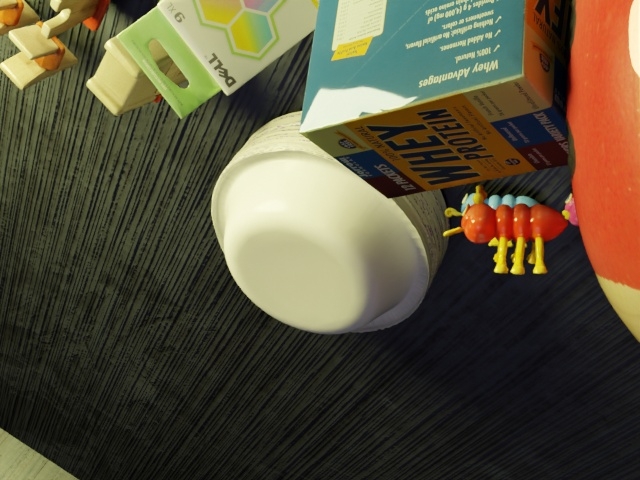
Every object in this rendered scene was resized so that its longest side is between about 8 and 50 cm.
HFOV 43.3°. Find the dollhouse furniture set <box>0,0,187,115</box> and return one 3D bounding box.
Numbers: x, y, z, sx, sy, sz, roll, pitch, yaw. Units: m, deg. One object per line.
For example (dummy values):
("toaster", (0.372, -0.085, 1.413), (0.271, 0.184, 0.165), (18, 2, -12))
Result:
("dollhouse furniture set", (-0.257, -0.275, 0.906), (0.259, 0.135, 0.262), (47, 137, 1))

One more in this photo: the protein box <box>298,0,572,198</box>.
("protein box", (0.110, -0.165, 0.675), (0.200, 0.201, 0.136), (-9, 154, 37))

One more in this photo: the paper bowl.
("paper bowl", (0.000, 0.000, 0.966), (0.285, 0.148, 0.284), (16, 136, 16))

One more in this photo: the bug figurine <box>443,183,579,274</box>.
("bug figurine", (0.230, -0.020, 0.787), (0.217, 0.279, 0.072), (2, 96, 9))

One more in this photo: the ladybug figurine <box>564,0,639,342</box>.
("ladybug figurine", (0.284, -0.107, 0.569), (0.162, 0.305, 0.448), (6, 99, 48))

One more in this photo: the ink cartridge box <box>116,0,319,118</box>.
("ink cartridge box", (-0.088, -0.218, 0.791), (0.209, 0.062, 0.109), (-36, 111, 5))
